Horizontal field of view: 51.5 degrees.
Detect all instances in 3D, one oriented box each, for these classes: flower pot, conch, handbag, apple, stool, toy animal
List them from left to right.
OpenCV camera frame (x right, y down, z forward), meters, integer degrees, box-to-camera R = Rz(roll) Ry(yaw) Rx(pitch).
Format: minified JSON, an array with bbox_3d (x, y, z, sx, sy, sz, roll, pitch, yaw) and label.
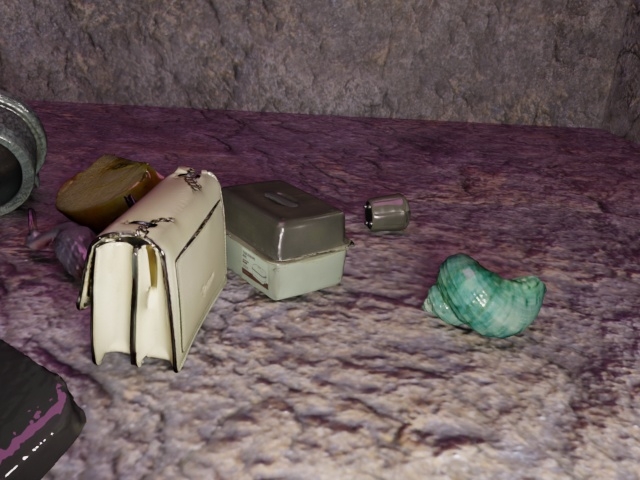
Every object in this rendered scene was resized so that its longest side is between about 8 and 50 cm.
[{"bbox_3d":[-0.809,-0.209,1.619,0.299,0.299,0.283,-3,35,-19],"label":"flower pot"},{"bbox_3d":[-0.476,0.010,1.315,0.324,0.090,0.195,-6,59,23],"label":"toy animal"},{"bbox_3d":[-0.464,-0.106,1.527,0.254,0.179,0.346,12,4,-39],"label":"apple"},{"bbox_3d":[-0.268,0.032,1.135,0.160,0.237,0.358,8,22,2],"label":"handbag"},{"bbox_3d":[0.167,-0.069,1.675,0.110,0.096,0.096,-7,23,-11],"label":"stool"},{"bbox_3d":[0.289,0.106,1.215,0.202,0.134,0.196,13,-18,34],"label":"conch"}]

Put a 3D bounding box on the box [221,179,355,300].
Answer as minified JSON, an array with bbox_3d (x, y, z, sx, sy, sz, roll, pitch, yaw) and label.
[{"bbox_3d":[-0.089,-0.011,1.374,0.220,0.166,0.290,-12,28,-37],"label":"box"}]

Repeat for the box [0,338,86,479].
[{"bbox_3d":[-0.472,0.228,0.687,0.359,0.091,0.350,18,47,29],"label":"box"}]
